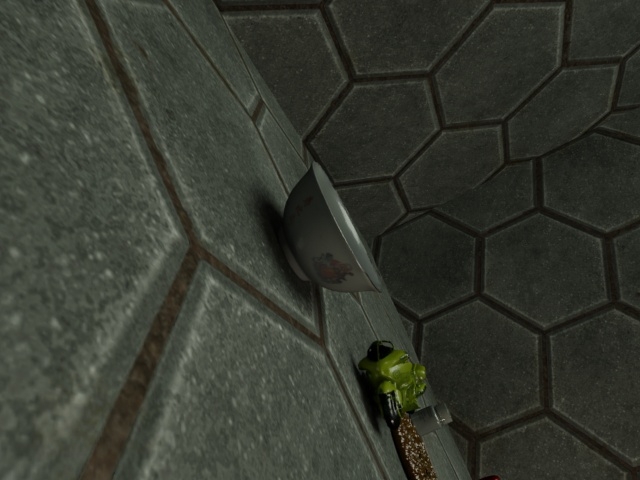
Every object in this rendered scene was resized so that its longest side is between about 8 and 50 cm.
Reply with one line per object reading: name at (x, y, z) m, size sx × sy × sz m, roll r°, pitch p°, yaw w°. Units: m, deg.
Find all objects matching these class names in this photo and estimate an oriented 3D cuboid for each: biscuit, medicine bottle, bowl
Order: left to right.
bowl at (0.000, 0.000, 1.031) m, size 0.345 × 0.157 × 0.345 m, roll 60°, pitch 9°, yaw -16°
biscuit at (0.269, 0.604, 1.207) m, size 0.305 × 0.038 × 0.305 m, roll 60°, pitch 10°, yaw -17°
medicine bottle at (0.382, 0.615, 1.511) m, size 0.080 × 0.130 × 0.080 m, roll 61°, pitch 9°, yaw -17°

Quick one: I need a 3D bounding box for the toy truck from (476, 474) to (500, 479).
toy truck at (0.313, 0.650, 0.967) m, size 0.265 × 0.239 × 0.189 m, roll -4°, pitch 60°, yaw -34°

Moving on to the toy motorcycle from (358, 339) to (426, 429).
toy motorcycle at (0.194, 0.371, 1.163) m, size 0.342 × 0.142 × 0.206 m, roll 34°, pitch 50°, yaw -65°
